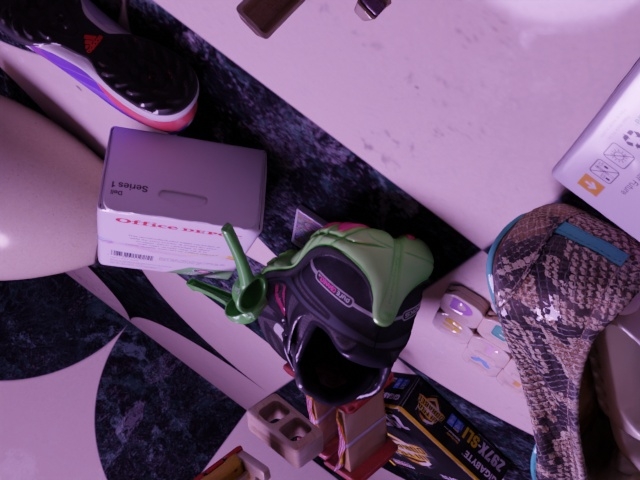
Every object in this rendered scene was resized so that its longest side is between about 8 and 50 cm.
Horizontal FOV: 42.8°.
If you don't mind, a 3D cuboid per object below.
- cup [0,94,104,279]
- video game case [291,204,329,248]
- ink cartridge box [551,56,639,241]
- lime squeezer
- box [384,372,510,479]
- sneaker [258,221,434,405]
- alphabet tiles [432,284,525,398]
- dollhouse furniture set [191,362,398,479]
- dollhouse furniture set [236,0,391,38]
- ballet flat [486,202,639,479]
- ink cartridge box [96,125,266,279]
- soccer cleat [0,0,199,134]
[{"bbox_3d":[-0.497,-0.066,1.448,0.237,0.330,0.331,16,162,-11],"label":"cup"},{"bbox_3d":[0.000,0.000,1.151,0.087,0.011,0.122,34,159,8],"label":"video game case"},{"bbox_3d":[0.339,0.013,0.522,0.371,0.069,0.175,41,159,11],"label":"ink cartridge box"},{"bbox_3d":[-0.112,0.056,1.099,0.109,0.059,0.310,59,159,5],"label":"lime squeezer"},{"bbox_3d":[0.161,0.350,1.539,0.257,0.079,0.322,46,158,-17],"label":"box"},{"bbox_3d":[-0.001,0.122,1.105,0.185,0.202,0.483,15,162,-7],"label":"sneaker"},{"bbox_3d":[0.273,0.158,1.037,0.284,0.021,0.278,33,158,12],"label":"alphabet tiles"},{"bbox_3d":[-0.052,0.336,1.307,0.152,0.374,0.201,30,138,39],"label":"dollhouse furniture set"},{"bbox_3d":[0.004,-0.189,0.611,0.091,0.114,0.081,45,154,-12],"label":"dollhouse furniture set"},{"bbox_3d":[0.288,0.170,0.803,0.182,0.164,0.482,29,153,43],"label":"ballet flat"},{"bbox_3d":[-0.198,-0.040,1.124,0.202,0.117,0.278,8,163,-13],"label":"ink cartridge box"},{"bbox_3d":[-0.288,-0.236,0.993,0.318,0.108,0.116,34,163,1],"label":"soccer cleat"}]
